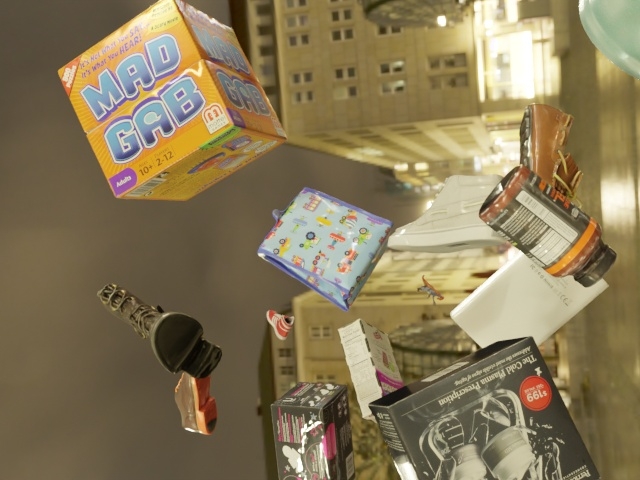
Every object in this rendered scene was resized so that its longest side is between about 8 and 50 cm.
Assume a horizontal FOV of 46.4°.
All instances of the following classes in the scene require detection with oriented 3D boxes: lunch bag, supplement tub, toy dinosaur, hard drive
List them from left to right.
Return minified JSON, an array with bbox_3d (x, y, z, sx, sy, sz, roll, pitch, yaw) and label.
[{"bbox_3d":[0.000,0.000,1.873,0.221,0.293,0.138,-56,-13,-21],"label":"lunch bag"},{"bbox_3d":[0.321,0.146,2.158,0.047,0.082,0.090,15,-98,-57],"label":"toy dinosaur"},{"bbox_3d":[0.551,0.157,1.976,0.233,0.353,0.047,43,-169,-15],"label":"hard drive"},{"bbox_3d":[0.343,-0.016,1.117,0.106,0.198,0.106,-52,0,0],"label":"supplement tub"}]

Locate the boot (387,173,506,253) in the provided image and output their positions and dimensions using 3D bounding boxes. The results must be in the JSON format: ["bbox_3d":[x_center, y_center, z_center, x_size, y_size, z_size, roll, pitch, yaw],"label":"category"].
[{"bbox_3d":[0.224,-0.047,1.319,0.095,0.258,0.123,13,-103,-40],"label":"boot"}]

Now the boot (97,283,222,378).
[{"bbox_3d":[-0.302,0.143,1.299,0.091,0.229,0.263,-54,-22,-15],"label":"boot"}]

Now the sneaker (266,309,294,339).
[{"bbox_3d":[-0.115,0.226,2.157,0.067,0.042,0.118,-61,40,24],"label":"sneaker"}]

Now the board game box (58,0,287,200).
[{"bbox_3d":[-0.365,-0.341,1.918,0.356,0.356,0.356,64,-164,7],"label":"board game box"}]

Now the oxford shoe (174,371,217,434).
[{"bbox_3d":[-0.337,0.374,1.922,0.097,0.098,0.271,-37,-55,-67],"label":"oxford shoe"}]

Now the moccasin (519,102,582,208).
[{"bbox_3d":[0.497,-0.137,1.599,0.139,0.147,0.380,92,-169,-47],"label":"moccasin"}]

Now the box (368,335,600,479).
[{"bbox_3d":[0.326,0.408,1.523,0.312,0.343,0.179,65,167,5],"label":"box"}]

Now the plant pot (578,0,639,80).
[{"bbox_3d":[0.624,-0.430,1.273,0.196,0.293,0.293,112,166,-58],"label":"plant pot"}]

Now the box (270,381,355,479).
[{"bbox_3d":[-0.015,0.487,1.806,0.163,0.142,0.247,-24,-69,-64],"label":"box"}]

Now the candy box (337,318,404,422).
[{"bbox_3d":[0.133,0.322,1.797,0.159,0.071,0.233,36,-148,-52],"label":"candy box"}]
